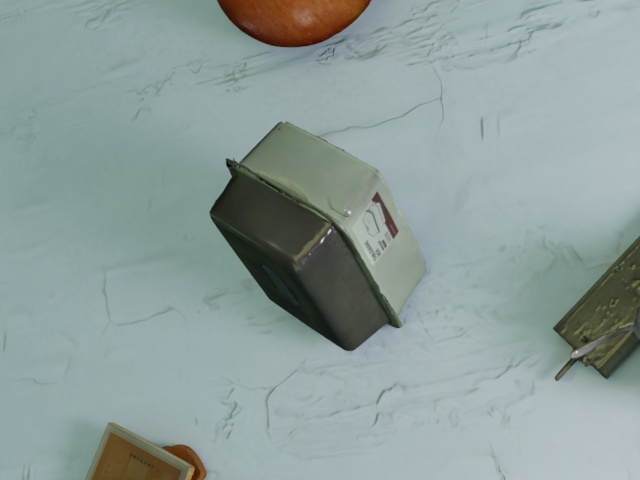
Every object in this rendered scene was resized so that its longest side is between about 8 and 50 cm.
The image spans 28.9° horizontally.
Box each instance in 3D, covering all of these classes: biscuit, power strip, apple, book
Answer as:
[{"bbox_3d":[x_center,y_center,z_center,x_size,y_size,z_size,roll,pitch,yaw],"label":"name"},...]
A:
[{"bbox_3d":[-0.217,0.342,1.744,0.130,0.019,0.102,-28,63,19],"label":"biscuit"},{"bbox_3d":[0.377,0.072,1.511,0.268,0.034,0.092,-48,57,5],"label":"power strip"},{"bbox_3d":[-0.046,-0.413,1.832,0.251,0.206,0.272,-46,58,10],"label":"apple"},{"bbox_3d":[-0.281,0.397,1.742,0.170,0.018,0.241,20,89,34],"label":"book"}]

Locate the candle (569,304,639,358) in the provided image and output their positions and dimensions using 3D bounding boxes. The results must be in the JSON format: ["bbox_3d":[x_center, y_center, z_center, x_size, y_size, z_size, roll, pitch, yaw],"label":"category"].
[{"bbox_3d":[0.445,0.101,1.375,0.330,0.187,0.187,6,74,31],"label":"candle"}]

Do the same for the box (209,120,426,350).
[{"bbox_3d":[0.000,0.000,1.601,0.220,0.290,0.166,32,74,34],"label":"box"}]
